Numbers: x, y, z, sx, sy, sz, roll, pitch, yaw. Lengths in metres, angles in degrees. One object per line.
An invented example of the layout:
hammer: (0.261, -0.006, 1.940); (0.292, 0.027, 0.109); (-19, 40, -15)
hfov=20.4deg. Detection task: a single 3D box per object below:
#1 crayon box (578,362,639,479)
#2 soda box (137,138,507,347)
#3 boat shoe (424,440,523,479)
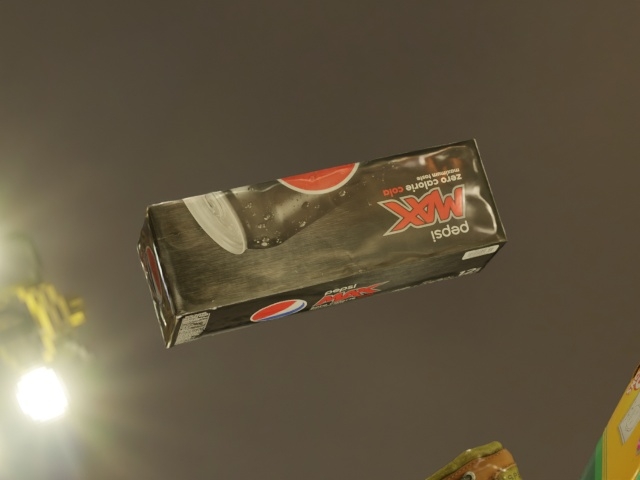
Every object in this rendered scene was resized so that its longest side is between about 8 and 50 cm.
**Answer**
crayon box: (0.327, 0.134, 1.533); (0.081, 0.278, 0.165); (29, -4, -3)
soda box: (0.000, 0.000, 0.863); (0.053, 0.169, 0.060); (122, -46, -68)
boat shoe: (0.025, 0.252, 1.427); (0.307, 0.111, 0.104); (-21, -95, 3)
